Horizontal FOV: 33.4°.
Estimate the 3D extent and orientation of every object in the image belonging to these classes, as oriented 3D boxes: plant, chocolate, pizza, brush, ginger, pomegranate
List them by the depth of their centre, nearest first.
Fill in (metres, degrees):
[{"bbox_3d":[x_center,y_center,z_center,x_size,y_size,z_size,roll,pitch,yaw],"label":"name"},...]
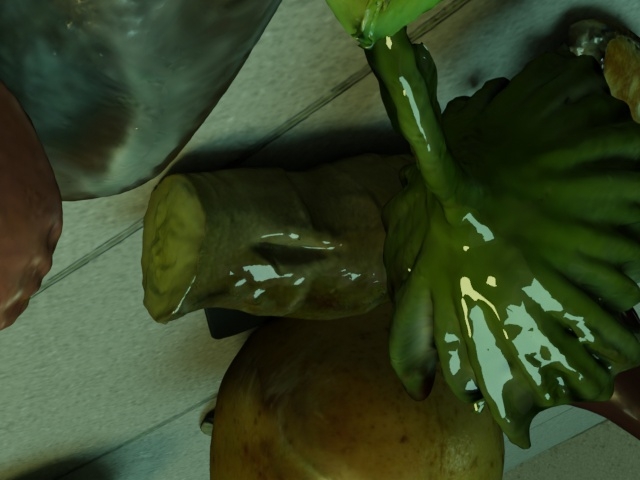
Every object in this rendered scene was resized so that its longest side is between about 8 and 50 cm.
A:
[{"bbox_3d":[-0.086,-0.095,0.466,0.156,0.080,0.254,-6,151,-38],"label":"chocolate"},{"bbox_3d":[0.054,-0.024,0.560,0.180,0.251,0.333,-6,164,39],"label":"plant"},{"bbox_3d":[0.000,0.000,0.731,0.262,0.109,0.116,-7,165,-35],"label":"ginger"},{"bbox_3d":[0.188,-0.057,0.770,0.185,0.052,0.195,23,87,-54],"label":"pizza"},{"bbox_3d":[-0.067,0.035,0.859,0.062,0.016,0.193,-22,158,-10],"label":"brush"},{"bbox_3d":[0.034,0.188,0.943,0.307,0.307,0.307,-21,157,-9],"label":"pomegranate"}]

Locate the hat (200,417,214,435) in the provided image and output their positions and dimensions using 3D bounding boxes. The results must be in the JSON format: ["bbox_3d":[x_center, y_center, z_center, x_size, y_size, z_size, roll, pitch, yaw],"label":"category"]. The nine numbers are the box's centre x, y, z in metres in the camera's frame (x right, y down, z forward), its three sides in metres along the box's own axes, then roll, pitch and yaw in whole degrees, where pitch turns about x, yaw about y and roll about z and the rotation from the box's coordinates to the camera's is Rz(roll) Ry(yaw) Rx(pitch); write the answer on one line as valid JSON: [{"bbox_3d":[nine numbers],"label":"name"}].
[{"bbox_3d":[0.006,0.186,1.185,0.244,0.149,0.214,25,168,-24],"label":"hat"}]

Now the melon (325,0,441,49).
[{"bbox_3d":[0.068,-0.213,0.336,0.169,0.129,0.265,-36,165,-41],"label":"melon"}]

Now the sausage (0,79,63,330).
[{"bbox_3d":[-0.221,-0.030,0.373,0.254,0.148,0.148,0,148,-30],"label":"sausage"}]

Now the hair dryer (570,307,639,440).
[{"bbox_3d":[0.302,0.027,0.943,0.340,0.312,0.123,-42,151,-27],"label":"hair dryer"}]
